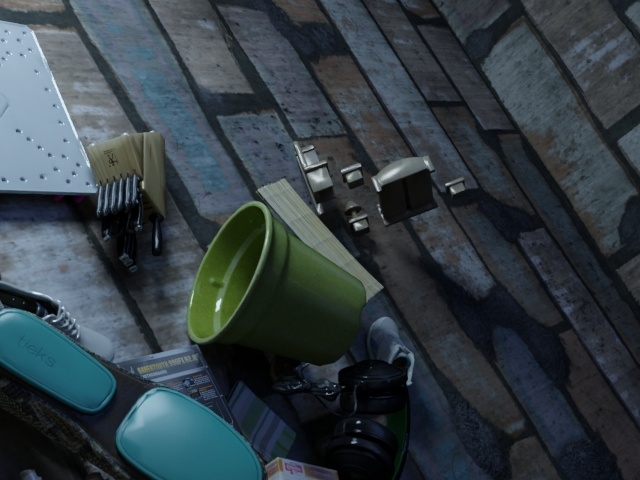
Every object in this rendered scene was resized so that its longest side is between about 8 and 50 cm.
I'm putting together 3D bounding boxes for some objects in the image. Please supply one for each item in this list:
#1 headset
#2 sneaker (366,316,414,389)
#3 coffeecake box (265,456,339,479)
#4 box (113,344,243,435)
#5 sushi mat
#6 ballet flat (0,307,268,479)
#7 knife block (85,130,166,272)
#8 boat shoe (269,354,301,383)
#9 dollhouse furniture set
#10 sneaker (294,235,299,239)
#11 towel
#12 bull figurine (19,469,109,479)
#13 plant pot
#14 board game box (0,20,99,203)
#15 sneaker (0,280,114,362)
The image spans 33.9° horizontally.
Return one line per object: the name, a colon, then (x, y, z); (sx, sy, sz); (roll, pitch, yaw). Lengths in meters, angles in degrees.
headset: (0.060, 0.325, 1.930); (0.394, 0.185, 0.243); (50, 46, -59)
sneaker: (0.155, 0.247, 2.228); (0.087, 0.092, 0.228); (30, 36, -25)
coffeecake box: (-0.027, 0.479, 1.797); (0.142, 0.068, 0.185); (22, 42, -37)
box: (-0.257, 0.278, 1.733); (0.231, 0.056, 0.183); (-8, 63, -53)
sushi mat: (0.000, 0.000, 2.127); (0.316, 0.019, 0.151); (48, 23, 2)
ballet flat: (-0.299, 0.269, 1.521); (0.483, 0.182, 0.164); (30, 48, 5)
knife block: (-0.338, -0.075, 1.947); (0.276, 0.088, 0.242); (-41, 115, -79)
boat shoe: (-0.058, 0.206, 2.041); (0.064, 0.060, 0.178); (32, 37, -26)
dollhouse furniture set: (0.137, -0.175, 2.376); (0.303, 0.355, 0.174); (73, -4, -65)
sneaker: (-0.077, 0.038, 2.128); (0.107, 0.124, 0.283); (53, 33, 5)
towel: (-0.110, 0.332, 1.887); (0.152, 0.023, 0.113); (44, 34, -10)
bull figurine: (-0.363, 0.412, 1.428); (0.310, 0.101, 0.188); (20, 37, -44)
plant pot: (-0.067, 0.105, 1.914); (0.254, 0.276, 0.276); (27, 39, -25)
board game box: (-0.614, -0.235, 1.824); (0.390, 0.050, 0.390); (-1, 58, -51)
sneaker: (-0.424, 0.138, 1.638); (0.258, 0.091, 0.094); (24, 41, -34)
